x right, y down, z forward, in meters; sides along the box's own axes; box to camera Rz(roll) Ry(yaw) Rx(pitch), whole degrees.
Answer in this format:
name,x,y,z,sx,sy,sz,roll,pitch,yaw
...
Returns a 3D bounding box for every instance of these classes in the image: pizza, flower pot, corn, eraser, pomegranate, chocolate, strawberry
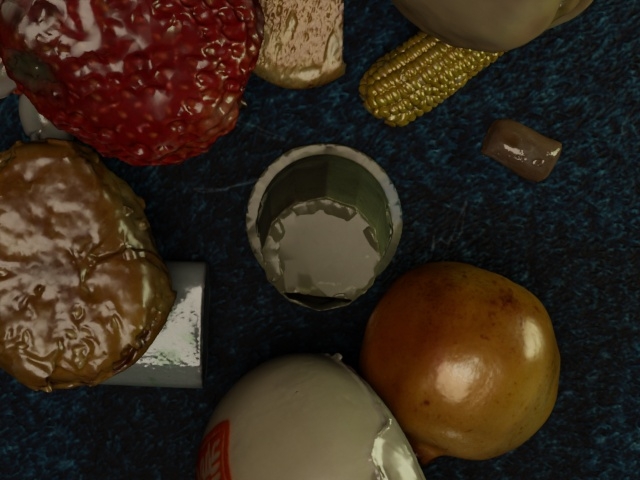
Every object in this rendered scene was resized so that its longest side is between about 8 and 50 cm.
name,x,y,z,sx,sy,sz,roll,pitch,yaw
pizza,-0.044,-0.324,1.703,0.181,0.034,0.262,8,106,-1
flower pot,0.000,0.000,1.699,0.212,0.202,0.212,1,107,3
corn,0.178,-0.246,1.691,0.292,0.101,0.101,-33,100,5
eraser,-0.264,0.107,1.786,0.227,0.081,0.174,2,101,2
pomegranate,0.175,0.162,1.708,0.264,0.264,0.264,0,103,1
chocolate,0.263,-0.119,1.750,0.101,0.031,0.064,29,97,-4
strawberry,-0.211,-0.226,1.581,0.292,0.310,0.291,2,104,9

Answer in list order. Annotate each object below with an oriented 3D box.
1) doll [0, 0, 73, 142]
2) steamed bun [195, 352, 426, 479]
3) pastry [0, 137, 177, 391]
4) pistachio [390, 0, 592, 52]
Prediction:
name,x,y,z,sx,sy,sz,roll,pitch,yaw
doll,-0.414,-0.265,1.699,0.188,0.099,0.384,-30,96,2
steamed bun,-0.026,0.336,1.680,0.241,0.374,0.374,-24,103,-19
pastry,-0.323,0.030,1.662,0.255,0.162,0.311,-17,88,-12
pistachio,0.180,-0.441,1.542,0.365,0.281,0.445,-22,88,39
